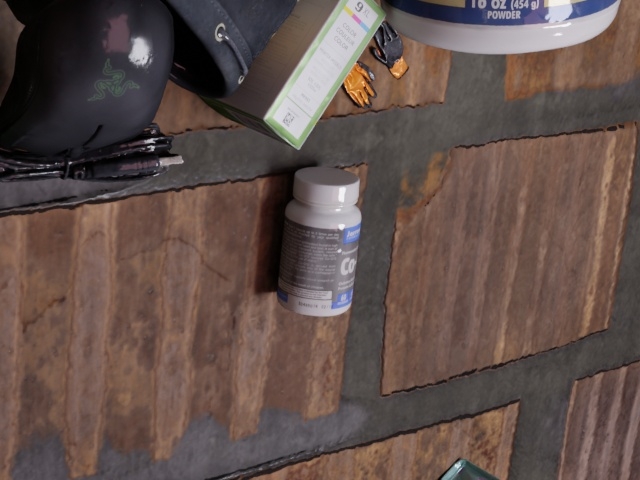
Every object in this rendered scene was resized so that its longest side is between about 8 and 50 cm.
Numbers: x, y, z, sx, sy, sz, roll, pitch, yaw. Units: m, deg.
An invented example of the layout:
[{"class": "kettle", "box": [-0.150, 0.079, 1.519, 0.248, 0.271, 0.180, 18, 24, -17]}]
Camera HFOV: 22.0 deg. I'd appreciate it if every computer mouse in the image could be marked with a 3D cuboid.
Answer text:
[{"class": "computer mouse", "box": [-0.182, -0.103, 1.315, 0.188, 0.072, 0.272, -5, 156, -19]}]

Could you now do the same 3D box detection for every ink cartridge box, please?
[{"class": "ink cartridge box", "box": [-0.014, -0.197, 1.526, 0.062, 0.109, 0.209, 37, 82, -45]}]

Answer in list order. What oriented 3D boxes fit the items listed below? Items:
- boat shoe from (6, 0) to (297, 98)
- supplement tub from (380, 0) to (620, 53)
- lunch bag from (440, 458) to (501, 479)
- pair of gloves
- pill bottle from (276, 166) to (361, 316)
[{"class": "boat shoe", "box": [-0.200, -0.245, 1.289, 0.500, 0.187, 0.156, 26, 82, -50]}, {"class": "supplement tub", "box": [0.166, -0.349, 1.499, 0.228, 0.228, 0.316, -20, 121, -34]}, {"class": "lunch bag", "box": [0.236, 0.414, 1.916, 0.160, 0.262, 0.223, -41, 132, -21]}, {"class": "pair of gloves", "box": [0.054, -0.177, 1.665, 0.083, 0.010, 0.074, -47, 132, -17]}, {"class": "pill bottle", "box": [0.000, 0.000, 1.649, 0.078, 0.078, 0.137, -10, 116, -38]}]
